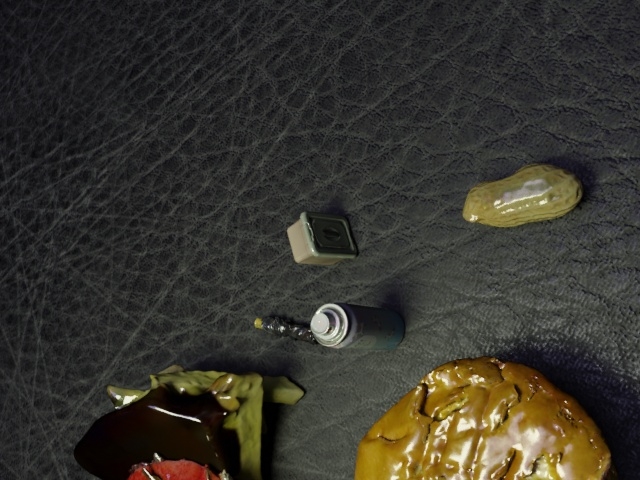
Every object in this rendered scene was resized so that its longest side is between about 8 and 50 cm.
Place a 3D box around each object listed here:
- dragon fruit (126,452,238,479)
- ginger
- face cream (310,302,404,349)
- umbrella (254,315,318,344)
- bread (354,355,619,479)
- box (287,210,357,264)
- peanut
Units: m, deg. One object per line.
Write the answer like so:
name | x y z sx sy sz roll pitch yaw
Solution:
dragon fruit | -0.261 0.521 1.273 0.343 0.100 0.282 -41 88 22
ginger | -0.230 0.372 1.385 0.414 0.211 0.358 -19 113 29
face cream | 0.058 0.143 1.203 0.075 0.229 0.075 -6 79 32
umbrella | -0.064 0.168 1.391 0.144 0.037 0.040 8 85 31
bread | 0.249 0.368 1.056 0.398 0.215 0.397 -7 77 31
box | 0.000 0.000 1.335 0.062 0.122 0.089 -32 66 36
peanut | 0.318 -0.072 1.164 0.194 0.083 0.093 -8 77 32
